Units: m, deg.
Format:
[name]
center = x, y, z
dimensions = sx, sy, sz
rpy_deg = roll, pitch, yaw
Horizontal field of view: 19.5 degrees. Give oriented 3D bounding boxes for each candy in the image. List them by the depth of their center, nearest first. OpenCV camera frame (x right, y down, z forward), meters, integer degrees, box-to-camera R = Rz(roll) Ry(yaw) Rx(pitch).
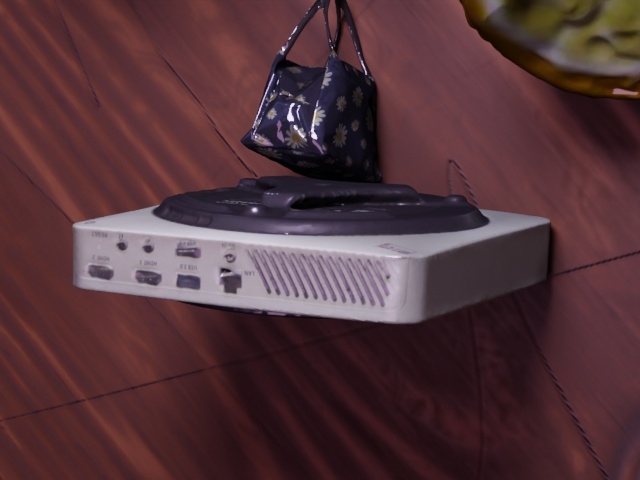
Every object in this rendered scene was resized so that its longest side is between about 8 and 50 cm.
[candy]
center = 0.207, -0.197, 1.170
dimensions = 0.260, 0.260, 0.118
rpy_deg = -19, 46, 28

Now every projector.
[projector]
center = 0.000, 0.000, 1.286
dimensions = 0.257, 0.259, 0.079
rpy_deg = 5, 98, 26

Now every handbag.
[handbag]
center = 0.001, -0.117, 1.366
dimensions = 0.072, 0.115, 0.139
rpy_deg = 3, 81, 26
